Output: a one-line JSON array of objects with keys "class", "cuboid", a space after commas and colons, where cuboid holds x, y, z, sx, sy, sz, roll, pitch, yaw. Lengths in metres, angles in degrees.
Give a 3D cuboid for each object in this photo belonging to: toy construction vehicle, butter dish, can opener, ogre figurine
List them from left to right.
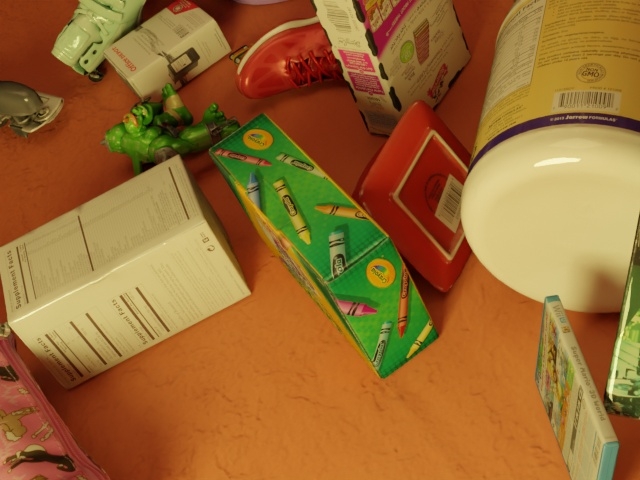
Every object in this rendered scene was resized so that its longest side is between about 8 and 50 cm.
[{"class": "can opener", "cuboid": [-0.497, -0.224, 1.752, 0.283, 0.095, 0.076, 18, 59, 38]}, {"class": "ogre figurine", "cuboid": [-0.204, -0.141, 1.532, 0.197, 0.097, 0.118, 34, 51, 28]}, {"class": "toy construction vehicle", "cuboid": [-0.067, -0.260, 1.616, 0.098, 0.035, 0.086, -36, 33, -11]}, {"class": "butter dish", "cuboid": [0.091, -0.042, 1.263, 0.118, 0.160, 0.160, -13, 39, 50]}]

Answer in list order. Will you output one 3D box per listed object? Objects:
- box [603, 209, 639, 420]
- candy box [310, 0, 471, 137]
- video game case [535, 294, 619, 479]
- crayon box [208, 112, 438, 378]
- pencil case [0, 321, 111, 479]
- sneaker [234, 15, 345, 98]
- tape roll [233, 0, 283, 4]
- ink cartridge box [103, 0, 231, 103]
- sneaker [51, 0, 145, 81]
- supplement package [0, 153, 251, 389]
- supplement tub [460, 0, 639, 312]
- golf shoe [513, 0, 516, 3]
[{"class": "box", "cuboid": [0.369, 0.005, 0.926, 0.232, 0.322, 0.058, 10, 10, 13]}, {"class": "candy box", "cuboid": [0.086, -0.256, 1.382, 0.071, 0.233, 0.159, 15, 57, 37]}, {"class": "video game case", "cuboid": [0.221, 0.147, 1.019, 0.015, 0.119, 0.166, -8, 44, -4]}, {"class": "crayon box", "cuboid": [0.000, 0.000, 1.236, 0.081, 0.165, 0.278, -36, 43, -7]}, {"class": "pencil case", "cuboid": [-0.328, 0.228, 1.201, 0.160, 0.167, 0.386, -14, 35, -30]}, {"class": "sneaker", "cuboid": [0.001, -0.235, 1.515, 0.221, 0.087, 0.128, -33, 42, -3]}, {"class": "tape roll", "cuboid": [-0.055, -0.481, 1.772, 0.274, 0.090, 0.275, -14, 45, 14]}, {"class": "ink cartridge box", "cuboid": [-0.222, -0.273, 1.680, 0.150, 0.063, 0.109, -37, 44, -8]}, {"class": "sneaker", "cuboid": [-0.323, -0.325, 1.680, 0.094, 0.256, 0.151, 35, 72, 5]}, {"class": "supplement package", "cuboid": [-0.228, 0.036, 1.341, 0.244, 0.134, 0.139, -27, 43, 1]}, {"class": "supplement tub", "cuboid": [0.279, -0.123, 1.152, 0.241, 0.241, 0.331, -3, 49, 25]}, {"class": "golf shoe", "cuboid": [0.300, -0.306, 1.454, 0.086, 0.067, 0.186, -7, 37, -19]}]
